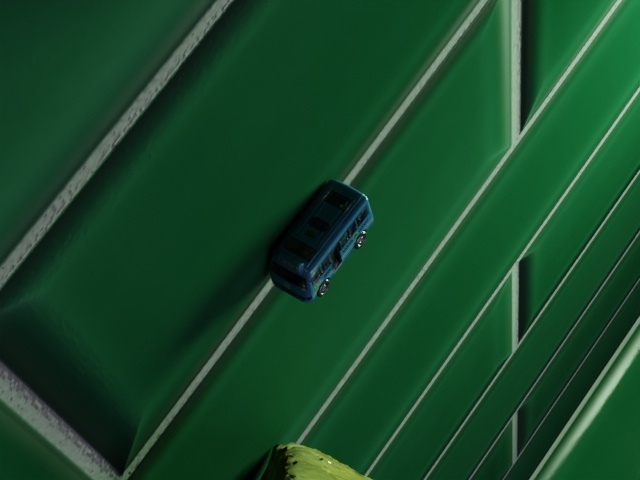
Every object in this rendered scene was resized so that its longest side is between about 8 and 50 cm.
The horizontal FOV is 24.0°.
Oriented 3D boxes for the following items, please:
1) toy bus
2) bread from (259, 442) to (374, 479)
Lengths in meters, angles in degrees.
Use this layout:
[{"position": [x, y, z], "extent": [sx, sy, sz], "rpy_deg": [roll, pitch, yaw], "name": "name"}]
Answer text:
[{"position": [0.000, 0.000, 1.063], "extent": [0.083, 0.038, 0.046], "rpy_deg": [-52, 157, -22], "name": "toy bus"}, {"position": [-0.056, 0.276, 1.155], "extent": [0.315, 0.279, 0.248], "rpy_deg": [34, 81, -48], "name": "bread"}]
